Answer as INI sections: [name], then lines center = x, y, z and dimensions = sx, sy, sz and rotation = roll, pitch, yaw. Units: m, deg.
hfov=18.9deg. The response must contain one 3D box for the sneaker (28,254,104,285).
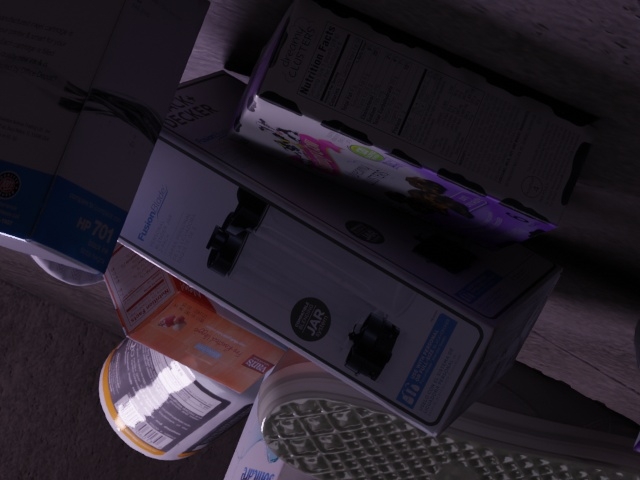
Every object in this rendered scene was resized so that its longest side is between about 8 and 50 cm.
[sneaker]
center = -0.297, -0.017, 2.127
dimensions = 0.180, 0.124, 0.321
rotation = 16, 169, 31

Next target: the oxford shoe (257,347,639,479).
[oxford shoe]
center = 0.166, 0.159, 1.524
dimensions = 0.449, 0.130, 0.169
rotation = 21, 136, -13

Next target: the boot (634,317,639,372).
[boot]
center = 0.361, 0.128, 1.523
dimensions = 0.123, 0.095, 0.258
rotation = -12, -148, -20

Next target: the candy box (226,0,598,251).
[candy box]
center = 0.050, -0.068, 1.191
dimensions = 0.196, 0.070, 0.165
rotation = 23, 172, -5

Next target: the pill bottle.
[pill bottle]
center = -0.126, 0.133, 2.202
dimensions = 0.162, 0.162, 0.278
rotation = 26, 141, -22

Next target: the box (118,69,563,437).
[box]
center = 0.000, 0.000, 1.289
dimensions = 0.290, 0.087, 0.169
rotation = 31, -157, 15

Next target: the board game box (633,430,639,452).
[board game box]
center = 0.381, 0.132, 1.329
dimensions = 0.275, 0.144, 0.142
rotation = 23, 171, 0

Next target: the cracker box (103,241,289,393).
[cracker box]
center = -0.130, 0.009, 1.694
dimensions = 0.156, 0.067, 0.232
rotation = 32, -155, -47

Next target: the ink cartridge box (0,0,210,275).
[ink cartridge box]
center = -0.172, -0.090, 1.211
dimensions = 0.140, 0.190, 0.082
rotation = 16, 170, 37

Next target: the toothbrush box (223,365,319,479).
[toothbrush box]
center = 0.030, 0.130, 1.671
dimensions = 0.126, 0.295, 0.216
rotation = 24, 170, -11
